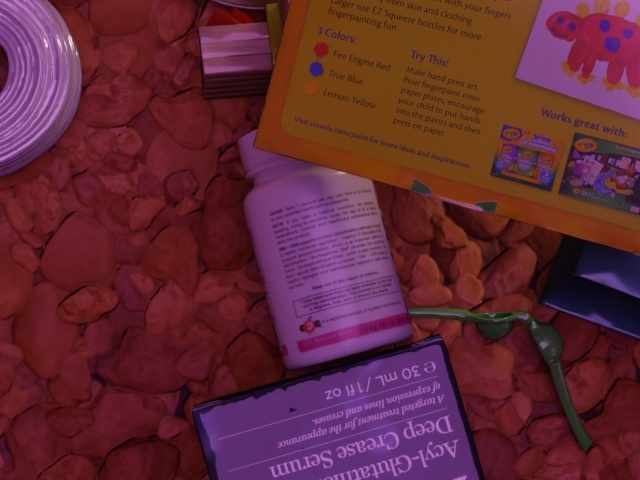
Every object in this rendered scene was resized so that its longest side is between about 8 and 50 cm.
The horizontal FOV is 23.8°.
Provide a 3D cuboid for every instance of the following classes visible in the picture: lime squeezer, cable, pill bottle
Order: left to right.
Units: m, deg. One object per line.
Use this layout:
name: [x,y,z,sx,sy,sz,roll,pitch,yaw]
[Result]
cable: [-0.420,-0.204,1.834,0.257,0.089,0.257,-19,86,-6]
pill bottle: [0.000,0.000,1.810,0.160,0.160,0.283,-15,86,-6]
lime squeezer: [0.226,0.130,1.878,0.310,0.059,0.110,32,115,-1]

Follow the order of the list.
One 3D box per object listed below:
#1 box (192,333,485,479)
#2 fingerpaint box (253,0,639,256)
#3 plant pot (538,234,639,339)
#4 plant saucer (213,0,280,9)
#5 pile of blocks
box: [0.048,0.337,1.747,0.293,0.212,0.395,-16,86,-2]
fingerpaint box: [0.197,-0.218,1.615,0.444,0.163,0.371,15,98,10]
plant pot: [0.395,-0.019,1.845,0.165,0.165,0.234,20,75,-2]
plant saucer: [-0.080,-0.436,1.904,0.310,0.050,0.311,0,85,-4]
pile of blocks: [0.012,-0.263,1.828,0.362,0.149,0.113,-10,79,17]
